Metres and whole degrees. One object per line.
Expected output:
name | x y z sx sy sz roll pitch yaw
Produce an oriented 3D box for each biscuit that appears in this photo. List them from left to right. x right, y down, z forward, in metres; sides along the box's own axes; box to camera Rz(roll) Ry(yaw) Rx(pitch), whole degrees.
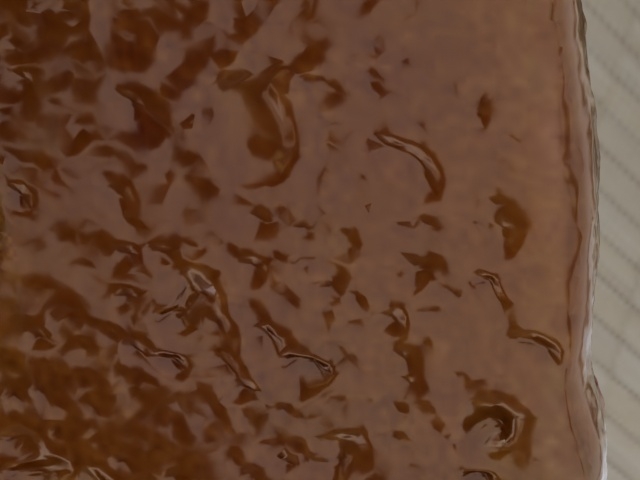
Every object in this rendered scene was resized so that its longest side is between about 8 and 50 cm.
biscuit | -0.057 -0.017 0.472 0.052 0.262 0.277 -65 -31 -67
